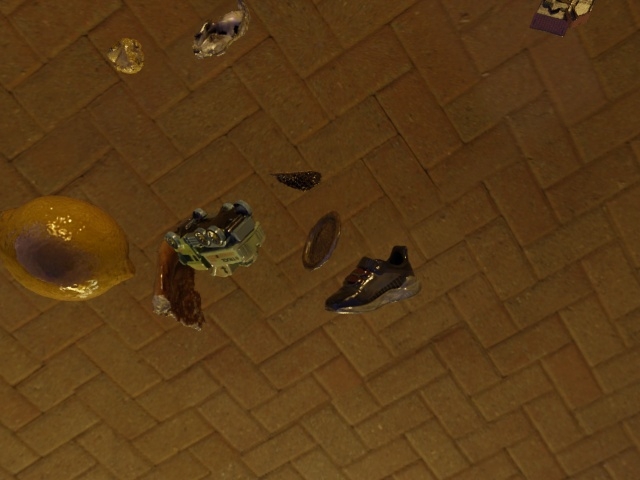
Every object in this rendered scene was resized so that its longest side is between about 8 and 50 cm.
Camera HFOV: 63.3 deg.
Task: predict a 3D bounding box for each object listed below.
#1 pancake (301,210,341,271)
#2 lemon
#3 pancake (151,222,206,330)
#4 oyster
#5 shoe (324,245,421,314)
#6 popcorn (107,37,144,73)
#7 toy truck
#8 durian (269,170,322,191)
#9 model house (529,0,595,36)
[{"bbox_3d":[0.001,0.001,0.895,0.011,0.115,0.115,29,109,-26],"label":"pancake"},{"bbox_3d":[-0.463,0.014,0.947,0.257,0.188,0.188,24,109,-20],"label":"lemon"},{"bbox_3d":[-0.329,0.106,1.277,0.057,0.266,0.244,-14,119,20],"label":"pancake"},{"bbox_3d":[-0.178,-0.415,1.034,0.106,0.200,0.061,25,148,25],"label":"oyster"},{"bbox_3d":[0.105,0.080,1.066,0.228,0.099,0.112,-12,100,-29],"label":"shoe"},{"bbox_3d":[-0.451,-0.423,1.209,0.084,0.084,0.084,0,111,0],"label":"popcorn"},{"bbox_3d":[-0.171,0.006,0.895,0.191,0.085,0.116,-6,123,44],"label":"toy truck"},{"bbox_3d":[-0.054,-0.156,1.245,0.131,0.066,0.052,-3,136,-18],"label":"durian"},{"bbox_3d":[0.406,-0.377,0.876,0.083,0.057,0.058,27,82,17],"label":"model house"}]
